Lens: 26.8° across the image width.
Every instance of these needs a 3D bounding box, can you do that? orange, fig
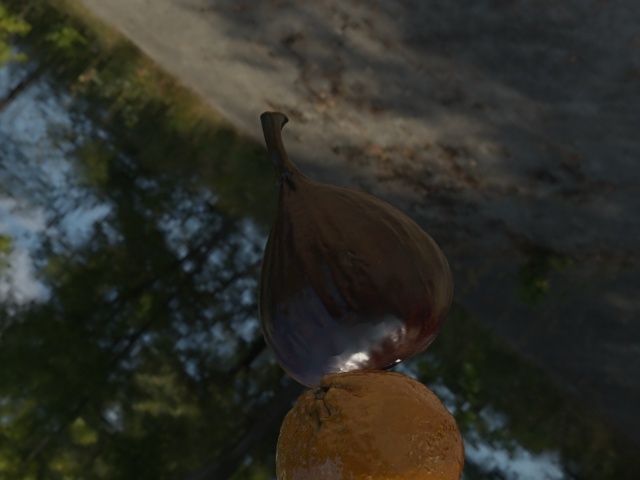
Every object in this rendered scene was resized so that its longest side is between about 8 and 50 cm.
[{"bbox_3d":[0.030,0.152,0.942,0.117,0.136,0.135,35,-172,-22],"label":"orange"},{"bbox_3d":[0.000,0.000,1.475,0.321,0.217,0.217,59,-169,16],"label":"fig"}]
